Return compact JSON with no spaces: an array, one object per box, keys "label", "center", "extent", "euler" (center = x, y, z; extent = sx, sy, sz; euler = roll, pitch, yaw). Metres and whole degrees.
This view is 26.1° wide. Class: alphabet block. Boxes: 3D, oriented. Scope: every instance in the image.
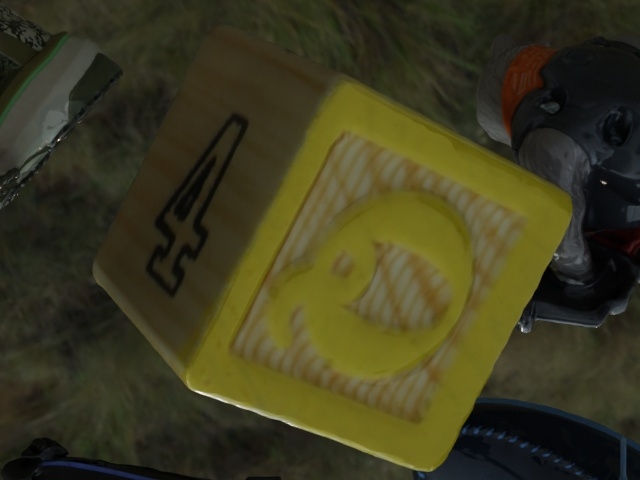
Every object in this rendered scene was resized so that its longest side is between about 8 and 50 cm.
[{"label":"alphabet block","center":[0.000,0.000,0.854],"extent":[0.192,0.197,0.193],"euler":[22,96,-30]}]

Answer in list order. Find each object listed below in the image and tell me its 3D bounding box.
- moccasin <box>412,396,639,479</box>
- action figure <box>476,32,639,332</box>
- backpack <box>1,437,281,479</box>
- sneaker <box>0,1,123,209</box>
[{"label":"moccasin","center":[0.207,0.216,0.844],"extent":[0.138,0.342,0.117],"euler":[-63,173,25]},{"label":"action figure","center":[0.258,-0.088,0.903],"extent":[0.341,0.330,0.179],"euler":[-54,144,-35]},{"label":"backpack","center":[-0.046,0.121,0.469],"extent":[0.105,0.084,0.114],"euler":[7,165,14]},{"label":"sneaker","center":[-0.294,-0.076,0.931],"extent":[0.182,0.410,0.158],"euler":[42,116,-7]}]
